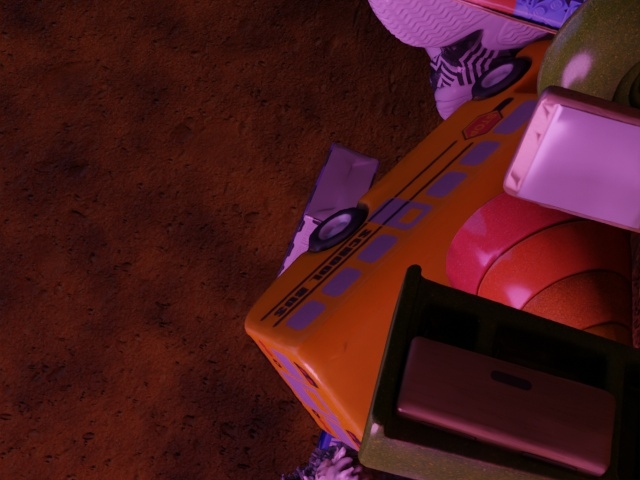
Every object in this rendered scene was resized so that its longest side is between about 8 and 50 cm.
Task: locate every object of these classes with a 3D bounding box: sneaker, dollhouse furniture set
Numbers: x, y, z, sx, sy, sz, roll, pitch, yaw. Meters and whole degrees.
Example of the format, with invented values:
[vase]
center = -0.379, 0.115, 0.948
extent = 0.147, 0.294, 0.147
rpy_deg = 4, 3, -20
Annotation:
[sneaker]
center = 0.118, -0.234, 0.932
extent = 0.366, 0.137, 0.210
rpy_deg = 32, -140, -62
[dollhouse furniture set]
center = 0.092, 0.104, 0.415
extent = 0.198, 0.151, 0.302
rpy_deg = 106, -179, -49

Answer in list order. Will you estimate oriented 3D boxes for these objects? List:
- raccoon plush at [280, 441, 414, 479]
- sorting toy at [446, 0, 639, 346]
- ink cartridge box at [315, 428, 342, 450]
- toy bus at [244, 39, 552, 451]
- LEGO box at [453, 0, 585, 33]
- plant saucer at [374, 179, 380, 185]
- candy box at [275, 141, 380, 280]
[raccoon plush]
center = 0.060, 0.192, 0.948
extent = 0.446, 0.216, 0.299
rpy_deg = -71, 6, -45
[sorting toy]
center = 0.181, -0.039, 0.570
extent = 0.366, 0.127, 0.126
rpy_deg = 111, 150, -44
[ink cartridge box]
center = 0.093, 0.183, 1.389
extent = 0.395, 0.151, 0.270
rpy_deg = -74, 0, -64
[toy bus]
center = 0.102, -0.008, 0.801
extent = 0.332, 0.108, 0.130
rpy_deg = -42, 23, -16
[LEGO box]
center = 0.233, -0.404, 0.693
extent = 0.500, 0.193, 0.372
rpy_deg = -72, -1, -48
[plant saucer]
center = 0.042, 0.043, 1.365
extent = 0.241, 0.037, 0.241
rpy_deg = -158, 90, -90
[candy box]
center = 0.000, 0.000, 1.454
extent = 0.165, 0.070, 0.196
rpy_deg = -69, 2, -49
